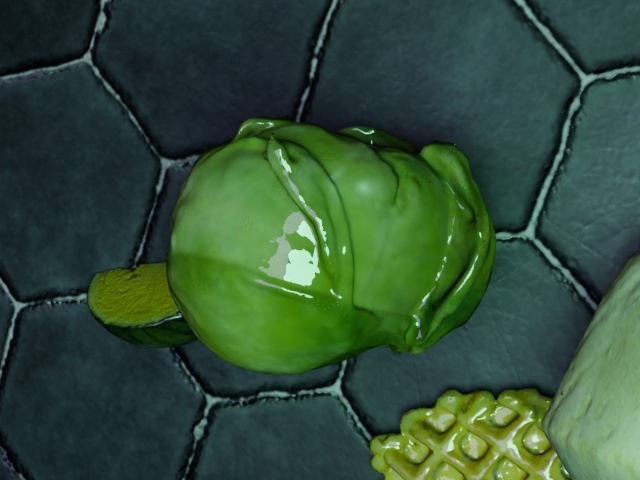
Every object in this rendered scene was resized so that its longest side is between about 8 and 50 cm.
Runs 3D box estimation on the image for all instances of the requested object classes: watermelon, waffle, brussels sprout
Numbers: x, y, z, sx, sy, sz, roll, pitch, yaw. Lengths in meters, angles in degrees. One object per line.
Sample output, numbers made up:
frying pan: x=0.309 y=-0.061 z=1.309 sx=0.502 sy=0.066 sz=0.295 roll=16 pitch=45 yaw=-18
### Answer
watermelon: x=-0.171 y=0.066 z=1.063 sx=0.182 sy=0.075 sz=0.092 roll=-5 pitch=88 yaw=23
waffle: x=0.171 y=0.264 z=0.954 sx=0.291 sy=0.051 sz=0.291 roll=0 pitch=91 yaw=22
brussels sprout: x=0.002 y=0.002 z=0.896 sx=0.294 sy=0.259 sz=0.227 roll=-16 pitch=72 yaw=44

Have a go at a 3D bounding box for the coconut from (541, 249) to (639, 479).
coconut: x=0.316 y=0.150 z=0.761 sx=0.329 sy=0.329 sz=0.328 roll=1 pitch=94 yaw=21
